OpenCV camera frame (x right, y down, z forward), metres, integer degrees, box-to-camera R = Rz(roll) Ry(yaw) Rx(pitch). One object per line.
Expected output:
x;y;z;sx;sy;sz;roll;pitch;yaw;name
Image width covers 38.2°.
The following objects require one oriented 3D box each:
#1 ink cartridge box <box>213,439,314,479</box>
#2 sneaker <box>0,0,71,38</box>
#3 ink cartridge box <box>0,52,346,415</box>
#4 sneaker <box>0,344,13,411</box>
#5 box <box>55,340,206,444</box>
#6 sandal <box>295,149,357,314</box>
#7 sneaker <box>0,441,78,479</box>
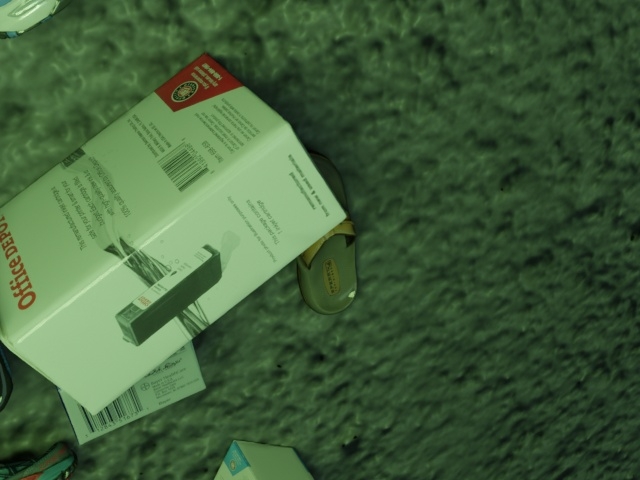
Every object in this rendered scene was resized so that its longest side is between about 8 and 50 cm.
-0.079;0.325;1.092;0.090;0.092;0.143;15;109;-35;ink cartridge box
-0.191;-0.245;0.719;0.211;0.080;0.081;-38;131;-7;sneaker
-0.147;-0.014;0.797;0.273;0.197;0.114;-38;129;-5;ink cartridge box
-0.300;0.050;0.641;0.129;0.147;0.330;-52;162;-14;sneaker
-0.194;0.103;0.874;0.126;0.137;0.072;-23;125;-17;box
0.000;0.000;0.974;0.090;0.060;0.219;-24;125;-16;sandal
-0.355;0.236;0.879;0.262;0.125;0.104;-20;160;-47;sneaker
